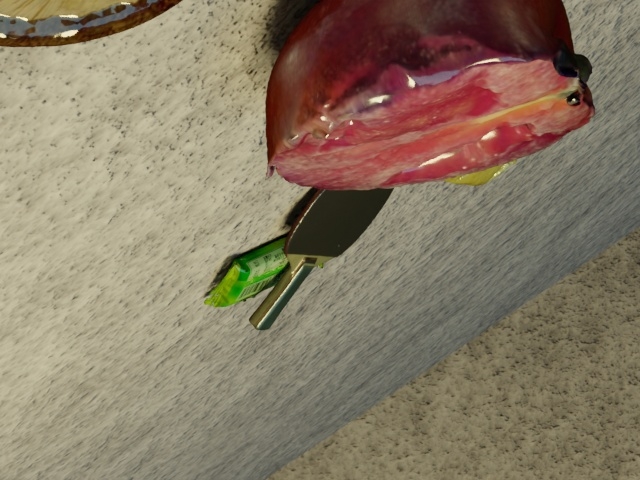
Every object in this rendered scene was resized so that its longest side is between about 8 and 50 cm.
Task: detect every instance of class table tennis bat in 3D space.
[{"bbox_3d":[0.000,0.000,1.691,0.274,0.021,0.154,-54,153,18],"label":"table tennis bat"}]

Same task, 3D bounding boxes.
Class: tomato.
[{"bbox_3d":[0.077,-0.160,1.219,0.289,0.176,0.335,-18,169,16],"label":"tomato"}]

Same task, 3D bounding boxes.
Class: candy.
[{"bbox_3d":[-0.055,0.028,1.726,0.178,0.032,0.102,-24,157,-31],"label":"candy"}]

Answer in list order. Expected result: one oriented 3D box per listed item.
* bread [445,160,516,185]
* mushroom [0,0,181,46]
[{"bbox_3d":[0.150,-0.119,1.559,0.064,0.117,0.156,-42,163,30],"label":"bread"},{"bbox_3d":[-0.144,-0.202,0.741,0.194,0.138,0.231,-27,157,21],"label":"mushroom"}]
